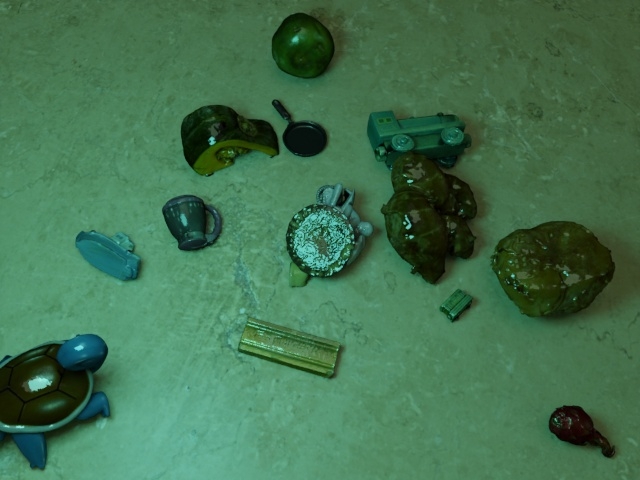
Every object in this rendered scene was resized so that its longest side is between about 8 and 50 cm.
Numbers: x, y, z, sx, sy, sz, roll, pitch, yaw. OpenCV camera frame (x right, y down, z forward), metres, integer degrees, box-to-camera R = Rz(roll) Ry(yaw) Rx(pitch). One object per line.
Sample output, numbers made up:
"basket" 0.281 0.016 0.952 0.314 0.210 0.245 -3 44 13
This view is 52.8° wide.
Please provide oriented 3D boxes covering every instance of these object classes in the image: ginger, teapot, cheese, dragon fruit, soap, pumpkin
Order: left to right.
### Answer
"teapot" -0.355 -0.041 1.770 0.116 0.148 0.146 -24 73 24
"pumpkin" -0.278 -0.283 1.907 0.281 0.190 0.139 12 48 -49
"soap" -0.080 0.272 1.641 0.252 0.037 0.092 16 63 4
"cheese" -0.056 0.087 1.739 0.060 0.041 0.084 8 60 -1
"ginger" 0.301 -0.063 1.789 0.274 0.152 0.357 23 62 -24
"dragon fruit" 0.635 0.462 1.567 0.191 0.094 0.094 30 62 -12

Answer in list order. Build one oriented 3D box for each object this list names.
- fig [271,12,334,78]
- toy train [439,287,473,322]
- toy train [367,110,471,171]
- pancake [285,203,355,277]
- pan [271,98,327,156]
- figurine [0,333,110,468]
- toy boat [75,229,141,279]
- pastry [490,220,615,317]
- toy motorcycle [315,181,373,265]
"fig" -0.060 -0.654 2.081 0.206 0.206 0.275 0 47 -4
"toy train" 0.364 0.172 1.724 0.093 0.038 0.056 -39 64 -21
"toy train" 0.295 -0.312 1.940 0.298 0.120 0.194 -9 55 -11
"pancake" 0.000 0.000 1.711 0.199 0.021 0.199 -1 86 12
"pan" -0.077 -0.346 1.983 0.136 0.028 0.235 -31 71 -19
"figurine" -0.636 0.350 1.485 0.416 0.243 0.297 -29 75 4
"toy boat" -0.559 0.028 1.729 0.215 0.088 0.102 25 29 11
"pastry" 0.609 0.081 1.718 0.311 0.162 0.255 -8 60 -6
"toy motorcycle" 0.062 -0.033 1.776 0.171 0.110 0.260 3 68 -1
